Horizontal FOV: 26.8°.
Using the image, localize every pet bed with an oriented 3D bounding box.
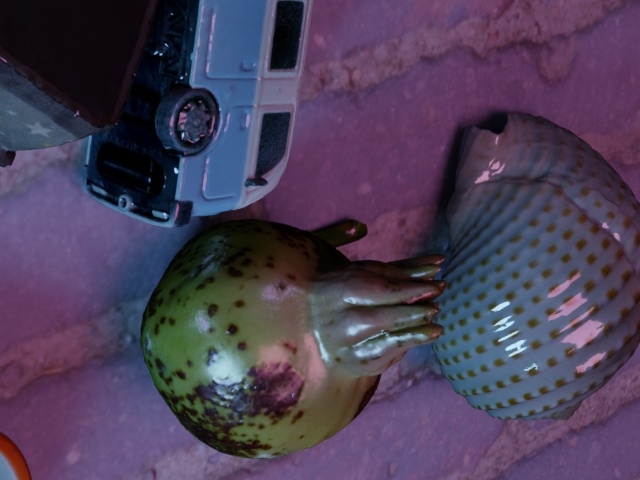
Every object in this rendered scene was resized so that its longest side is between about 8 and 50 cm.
[{"bbox_3d":[-0.240,-0.169,0.930,0.211,0.159,0.183,38,56,-47],"label":"pet bed"}]

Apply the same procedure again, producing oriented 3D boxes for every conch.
[{"bbox_3d":[0.255,0.033,1.442,0.303,0.215,0.319,-30,128,-44],"label":"conch"}]

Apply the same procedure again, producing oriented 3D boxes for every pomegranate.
[{"bbox_3d":[-0.017,0.094,1.163,0.222,0.276,0.204,-25,124,-55],"label":"pomegranate"}]

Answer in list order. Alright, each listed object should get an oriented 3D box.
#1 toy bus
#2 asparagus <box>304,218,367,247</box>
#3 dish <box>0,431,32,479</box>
[{"bbox_3d":[-0.091,-0.156,1.080,0.164,0.133,0.271,-6,110,-46],"label":"toy bus"},{"bbox_3d":[0.000,0.001,1.315,0.108,0.021,0.025,-19,116,-36],"label":"asparagus"},{"bbox_3d":[-0.352,0.222,1.015,0.256,0.117,0.256,-20,121,-37],"label":"dish"}]
